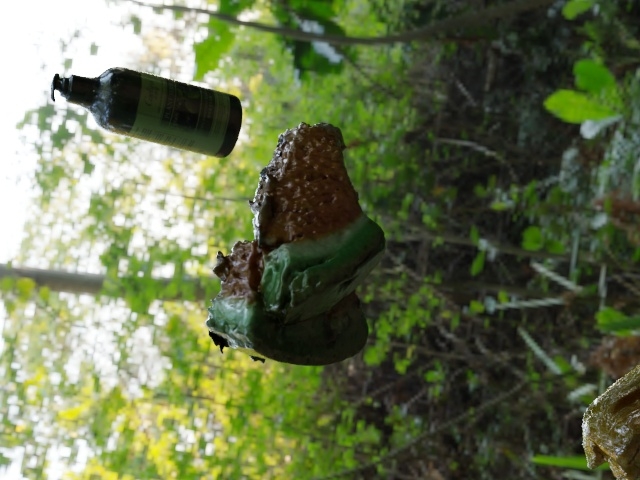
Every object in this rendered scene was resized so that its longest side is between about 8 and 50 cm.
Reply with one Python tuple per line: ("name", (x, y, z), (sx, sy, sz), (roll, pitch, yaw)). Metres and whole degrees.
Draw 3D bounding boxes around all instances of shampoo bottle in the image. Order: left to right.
("shampoo bottle", (-0.260, -0.198, 1.563), (0.101, 0.283, 0.101), (-37, 47, 55))

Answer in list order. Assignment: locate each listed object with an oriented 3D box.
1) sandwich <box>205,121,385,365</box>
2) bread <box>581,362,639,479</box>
("sandwich", (0.000, 0.000, 1.248), (0.250, 0.162, 0.301), (21, -113, -53))
("bread", (0.483, 0.174, 1.337), (0.380, 0.109, 0.185), (-37, -43, -17))
